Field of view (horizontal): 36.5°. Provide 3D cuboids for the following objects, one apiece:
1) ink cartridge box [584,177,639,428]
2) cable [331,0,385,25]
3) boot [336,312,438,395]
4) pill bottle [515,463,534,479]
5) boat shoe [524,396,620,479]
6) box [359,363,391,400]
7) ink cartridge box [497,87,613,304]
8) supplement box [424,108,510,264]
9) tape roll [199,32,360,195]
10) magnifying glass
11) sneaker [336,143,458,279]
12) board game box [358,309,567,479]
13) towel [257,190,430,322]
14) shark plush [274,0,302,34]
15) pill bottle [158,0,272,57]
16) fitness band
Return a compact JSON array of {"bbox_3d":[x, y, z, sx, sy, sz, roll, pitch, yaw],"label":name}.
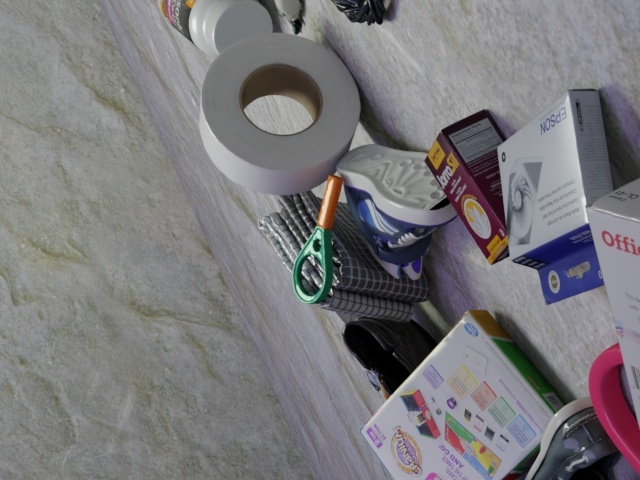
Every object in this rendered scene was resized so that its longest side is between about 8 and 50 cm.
[{"bbox_3d":[0.419,0.094,0.997,0.226,0.131,0.306,29,140,63],"label":"ink cartridge box"},{"bbox_3d":[0.050,-0.412,1.524,0.184,0.047,0.150,29,147,58],"label":"cable"},{"bbox_3d":[0.086,0.150,1.873,0.338,0.118,0.222,39,-165,14],"label":"boot"},{"bbox_3d":[0.310,0.407,1.728,0.283,0.160,0.160,63,163,7],"label":"pill bottle"},{"bbox_3d":[0.395,0.375,1.512,0.099,0.116,0.319,55,156,40],"label":"boat shoe"},{"bbox_3d":[0.131,0.325,2.376,0.136,0.028,0.081,36,148,54],"label":"box"},{"bbox_3d":[0.289,-0.044,1.196,0.223,0.045,0.224,132,133,-72],"label":"ink cartridge box"},{"bbox_3d":[0.237,-0.075,1.377,0.188,0.081,0.104,59,163,15],"label":"supplement box"},{"bbox_3d":[-0.073,-0.228,1.734,0.286,0.286,0.100,58,161,18],"label":"tape roll"},{"bbox_3d":[0.000,0.000,1.678,0.092,0.026,0.231,30,110,46],"label":"magnifying glass"},{"bbox_3d":[0.161,-0.023,1.636,0.323,0.130,0.236,31,151,56],"label":"sneaker"},{"bbox_3d":[0.237,0.309,1.624,0.316,0.064,0.242,-51,59,25],"label":"board game box"},{"bbox_3d":[0.049,0.019,1.827,0.121,0.235,0.284,-57,47,24],"label":"towel"},{"bbox_3d":[-0.054,-0.451,1.802,0.161,0.073,0.067,52,-162,-48],"label":"shark plush"},{"bbox_3d":[-0.218,-0.474,2.014,0.278,0.162,0.162,44,154,48],"label":"pill bottle"},{"bbox_3d":[0.460,0.260,1.266,0.291,0.054,0.209,54,163,32],"label":"fitness band"}]
